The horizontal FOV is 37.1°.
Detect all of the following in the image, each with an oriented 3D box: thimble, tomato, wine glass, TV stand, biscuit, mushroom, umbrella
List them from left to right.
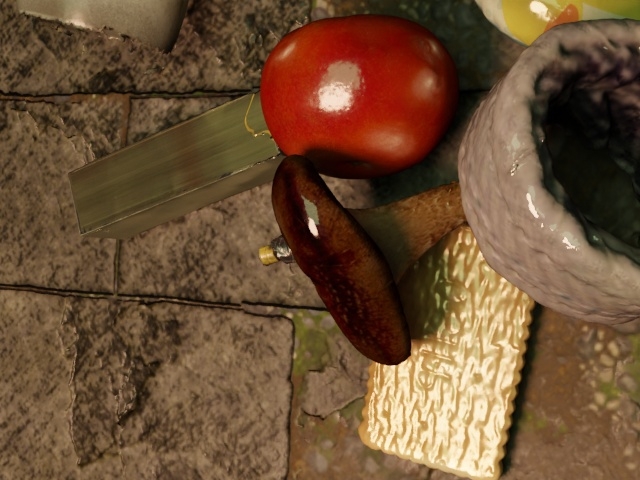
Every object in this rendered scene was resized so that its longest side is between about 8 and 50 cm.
[{"bbox_3d":[-0.214,-0.375,1.055,0.190,0.190,0.357,16,95,25],"label":"wine glass"},{"bbox_3d":[-0.146,-0.081,1.062,0.269,0.088,0.083,-19,79,24],"label":"TV stand"},{"bbox_3d":[0.000,0.000,1.017,0.143,0.037,0.040,-13,96,21],"label":"umbrella"},{"bbox_3d":[0.036,-0.135,0.925,0.195,0.195,0.136,-2,74,25],"label":"tomato"},{"bbox_3d":[0.081,-0.021,0.892,0.217,0.148,0.227,-32,119,1],"label":"mushroom"},{"bbox_3d":[0.130,0.104,0.954,0.160,0.030,0.250,11,93,27],"label":"biscuit"},{"bbox_3d":[0.238,-0.051,0.803,0.217,0.157,0.245,-40,86,-14],"label":"thimble"}]

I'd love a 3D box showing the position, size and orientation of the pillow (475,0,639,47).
[{"bbox_3d":[0.247,-0.278,0.879,0.214,0.086,0.234,17,80,13],"label":"pillow"}]
